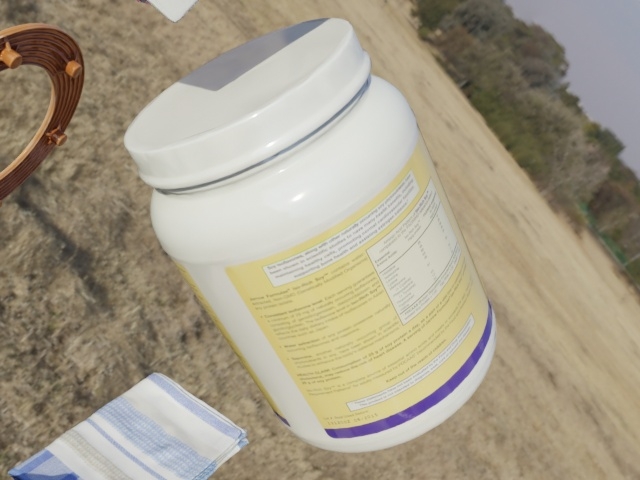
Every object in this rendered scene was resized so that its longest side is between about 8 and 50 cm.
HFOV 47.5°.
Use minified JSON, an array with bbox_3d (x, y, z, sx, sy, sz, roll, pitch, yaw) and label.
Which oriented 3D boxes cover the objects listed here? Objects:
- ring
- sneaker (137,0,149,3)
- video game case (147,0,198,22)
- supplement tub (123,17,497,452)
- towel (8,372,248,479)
[{"bbox_3d":[-0.436,-0.142,0.985,0.032,0.336,0.336,37,18,4],"label":"ring"},{"bbox_3d":[-0.179,-0.266,0.611,0.178,0.072,0.077,27,36,-7],"label":"sneaker"},{"bbox_3d":[-0.089,-0.245,0.376,0.201,0.183,0.023,38,17,-36],"label":"video game case"},{"bbox_3d":[0.000,0.000,0.654,0.241,0.241,0.331,-95,161,-59],"label":"supplement tub"},{"bbox_3d":[-0.269,0.310,1.062,0.209,0.034,0.285,28,35,24],"label":"towel"}]
